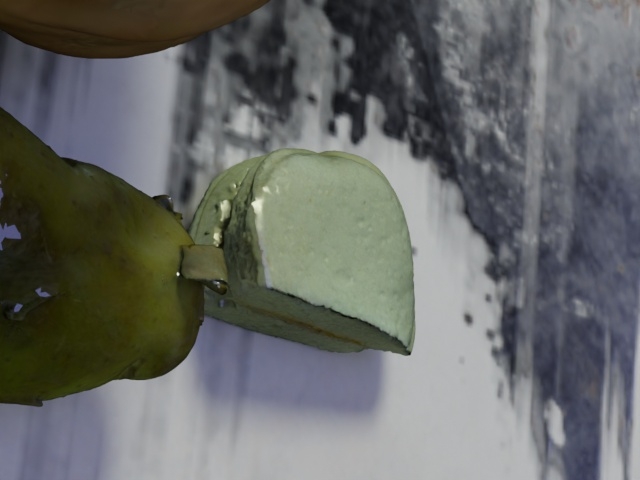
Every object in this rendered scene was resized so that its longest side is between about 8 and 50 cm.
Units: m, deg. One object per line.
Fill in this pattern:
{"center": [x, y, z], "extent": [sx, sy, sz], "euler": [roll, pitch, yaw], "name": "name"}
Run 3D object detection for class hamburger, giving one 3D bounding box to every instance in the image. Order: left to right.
{"center": [-0.002, 0.000, 0.753], "extent": [0.121, 0.054, 0.084], "euler": [22, 62, -36], "name": "hamburger"}

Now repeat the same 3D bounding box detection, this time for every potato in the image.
{"center": [-0.140, -0.002, 0.607], "extent": [0.225, 0.090, 0.117], "euler": [23, 104, -28], "name": "potato"}

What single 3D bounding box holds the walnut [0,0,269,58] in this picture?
{"center": [-0.106, -0.238, 0.574], "extent": [0.306, 0.306, 0.344], "euler": [19, 64, -35], "name": "walnut"}
